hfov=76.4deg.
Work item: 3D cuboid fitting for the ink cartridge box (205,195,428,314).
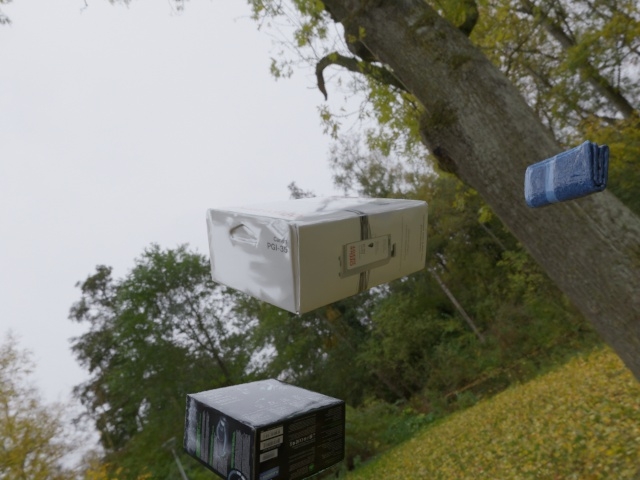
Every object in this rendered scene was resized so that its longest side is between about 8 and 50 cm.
[{"bbox_3d":[0.000,0.000,0.624,0.283,0.207,0.117,-12,-74,-43],"label":"ink cartridge box"}]

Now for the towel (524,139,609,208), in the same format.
[{"bbox_3d":[0.319,-0.083,0.540,0.029,0.067,0.119,7,-8,-12],"label":"towel"}]

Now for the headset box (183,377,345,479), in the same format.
[{"bbox_3d":[-0.130,0.406,0.893,0.283,0.131,0.247,-2,-6,44],"label":"headset box"}]
